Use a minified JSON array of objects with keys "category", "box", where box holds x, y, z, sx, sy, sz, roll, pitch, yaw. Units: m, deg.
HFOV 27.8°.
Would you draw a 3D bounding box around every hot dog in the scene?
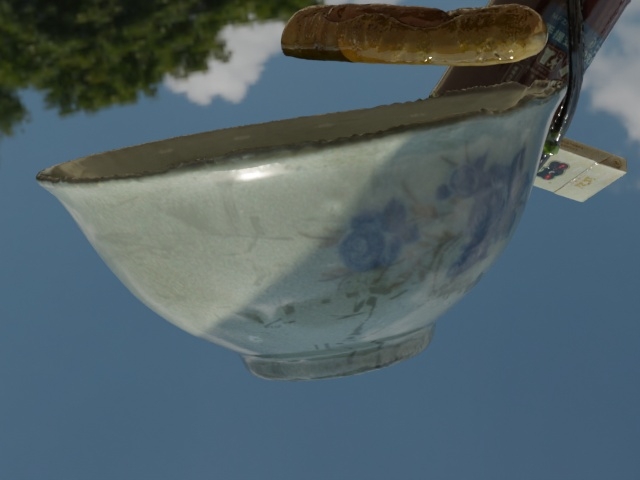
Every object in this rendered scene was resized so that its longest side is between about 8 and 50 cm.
[{"category":"hot dog","box":[0.039,-0.097,0.606,0.137,0.028,0.044,10,-143,34]}]

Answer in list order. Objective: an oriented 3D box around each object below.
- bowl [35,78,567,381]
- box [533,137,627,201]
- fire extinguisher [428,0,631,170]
[{"category":"bowl","box":[0.000,0.000,0.771,0.313,0.146,0.313,-10,-173,1]},{"category":"box","box":[0.269,-0.094,1.536,0.167,0.090,0.024,17,-119,-20]},{"category":"fire extinguisher","box":[0.167,-0.135,1.024,0.105,0.341,0.141,38,-171,33]}]
